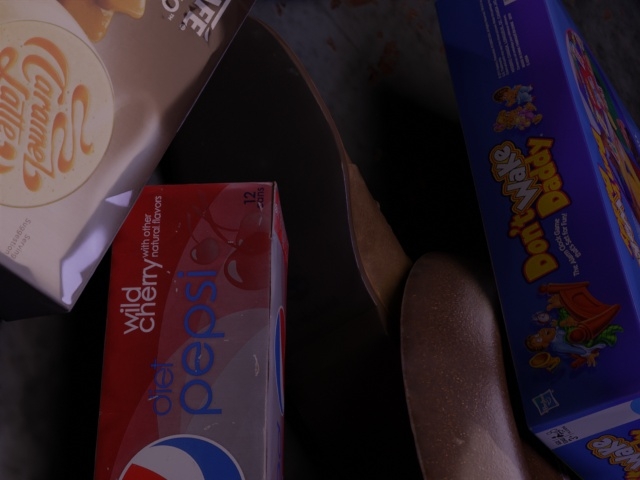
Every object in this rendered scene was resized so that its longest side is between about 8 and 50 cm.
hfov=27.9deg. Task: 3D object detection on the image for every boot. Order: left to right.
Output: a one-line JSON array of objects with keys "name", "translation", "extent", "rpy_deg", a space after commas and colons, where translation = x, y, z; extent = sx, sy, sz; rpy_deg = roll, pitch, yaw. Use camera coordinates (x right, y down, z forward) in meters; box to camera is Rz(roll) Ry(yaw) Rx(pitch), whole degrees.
[{"name": "boot", "translation": [0.000, 0.000, 0.814], "extent": [0.305, 0.112, 0.115], "rpy_deg": [66, 25, -2]}]

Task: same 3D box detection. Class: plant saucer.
[{"name": "plant saucer", "translation": [0.143, 0.144, 0.811], "extent": [0.310, 0.050, 0.310], "rpy_deg": [50, 27, -37]}]

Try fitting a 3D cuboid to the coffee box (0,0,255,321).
[{"name": "coffee box", "translation": [-0.141, -0.099, 0.674], "extent": [0.141, 0.098, 0.246], "rpy_deg": [39, 65, -23]}]

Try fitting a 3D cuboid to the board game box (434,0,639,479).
[{"name": "board game box", "translation": [0.187, 0.008, 0.874], "extent": [0.233, 0.078, 0.347], "rpy_deg": [43, 30, -45]}]

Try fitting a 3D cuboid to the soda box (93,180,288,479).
[{"name": "soda box", "translation": [-0.066, 0.102, 0.675], "extent": [0.092, 0.083, 0.263], "rpy_deg": [-2, 64, 4]}]
